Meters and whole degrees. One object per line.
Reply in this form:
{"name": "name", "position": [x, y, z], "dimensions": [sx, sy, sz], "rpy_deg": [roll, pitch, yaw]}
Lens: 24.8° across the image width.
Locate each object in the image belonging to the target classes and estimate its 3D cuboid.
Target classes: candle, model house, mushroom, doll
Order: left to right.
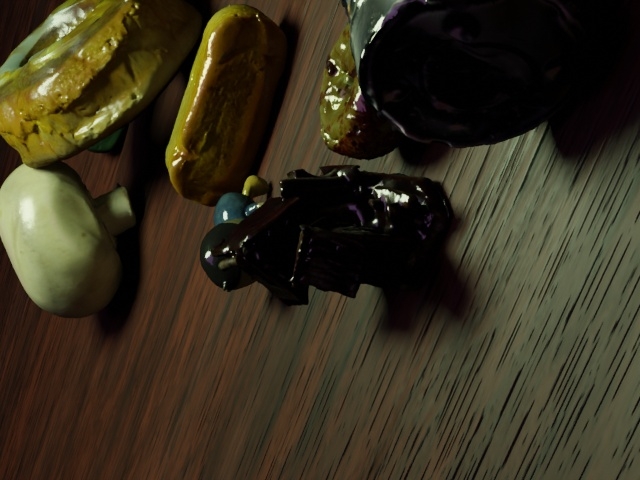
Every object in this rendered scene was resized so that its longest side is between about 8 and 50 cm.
{"name": "mushroom", "position": [-0.363, -0.013, 2.121], "dimensions": [0.246, 0.202, 0.246], "rpy_deg": [59, 175, 8]}
{"name": "doll", "position": [-0.086, -0.001, 1.636], "dimensions": [0.102, 0.089, 0.179], "rpy_deg": [-59, 8, 38]}
{"name": "model house", "position": [0.003, -0.009, 1.340], "dimensions": [0.203, 0.164, 0.141], "rpy_deg": [-5, 81, 63]}
{"name": "candle", "position": [0.099, -0.238, 1.191], "dimensions": [0.187, 0.187, 0.330], "rpy_deg": [-56, 32, 42]}

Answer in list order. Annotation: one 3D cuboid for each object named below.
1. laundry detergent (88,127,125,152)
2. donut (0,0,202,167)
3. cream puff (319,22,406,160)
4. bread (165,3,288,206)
{"name": "laundry detergent", "position": [-0.359, -0.219, 2.341], "dimensions": [0.137, 0.063, 0.211], "rpy_deg": [-71, 23, 10]}
{"name": "donut", "position": [-0.325, -0.244, 2.014], "dimensions": [0.330, 0.160, 0.330], "rpy_deg": [-32, 33, 24]}
{"name": "cream puff", "position": [0.055, -0.144, 1.375], "dimensions": [0.149, 0.084, 0.149], "rpy_deg": [-167, 90, -69]}
{"name": "bread", "position": [-0.115, -0.160, 1.734], "dimensions": [0.245, 0.102, 0.094], "rpy_deg": [-69, 24, 18]}
